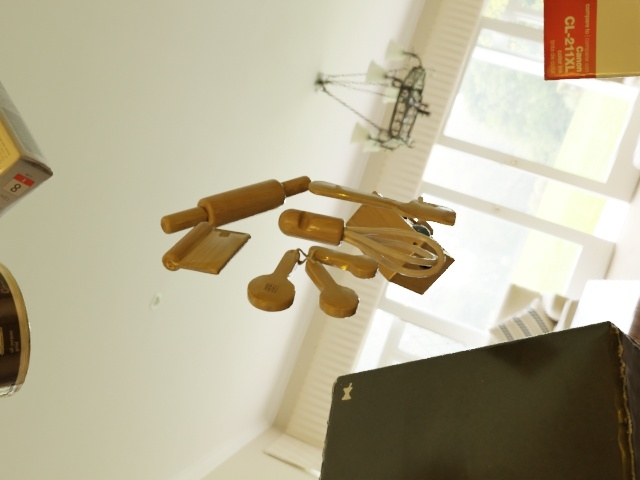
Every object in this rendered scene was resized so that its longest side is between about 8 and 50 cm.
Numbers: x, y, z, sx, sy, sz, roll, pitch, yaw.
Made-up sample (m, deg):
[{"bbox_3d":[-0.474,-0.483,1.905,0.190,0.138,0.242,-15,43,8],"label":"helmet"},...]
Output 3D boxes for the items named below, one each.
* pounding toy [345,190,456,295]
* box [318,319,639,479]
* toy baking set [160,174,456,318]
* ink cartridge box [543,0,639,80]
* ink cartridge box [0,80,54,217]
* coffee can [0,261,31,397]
[{"bbox_3d":[0.120,-0.008,0.838,0.100,0.130,0.141,-49,-35,13],"label":"pounding toy"},{"bbox_3d":[0.325,0.378,0.894,0.479,0.471,0.298,-24,43,43],"label":"box"},{"bbox_3d":[-0.006,-0.003,0.519,0.256,0.196,0.030,-24,-46,-40],"label":"toy baking set"},{"bbox_3d":[0.281,-0.176,0.470,0.127,0.175,0.073,-35,-56,-46],"label":"ink cartridge box"},{"bbox_3d":[-0.307,-0.052,0.453,0.179,0.145,0.045,-39,-19,6],"label":"ink cartridge box"},{"bbox_3d":[-0.549,0.135,0.755,0.275,0.201,0.202,-6,-62,-51],"label":"coffee can"}]
